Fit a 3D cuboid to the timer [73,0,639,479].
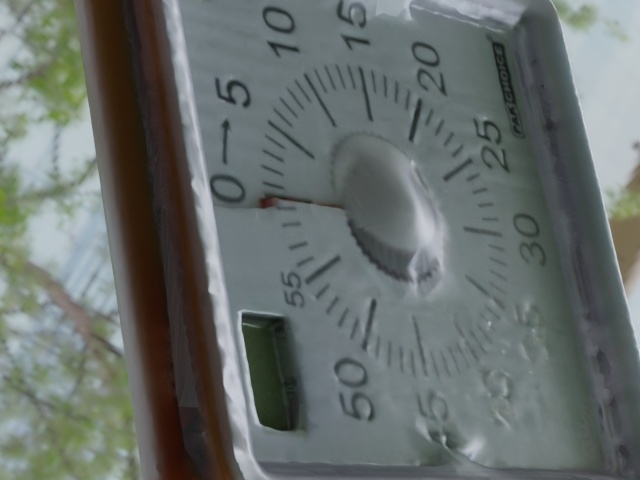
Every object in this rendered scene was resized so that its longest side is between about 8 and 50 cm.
[{"bbox_3d":[0.000,0.000,0.713,0.161,0.250,0.257,-19,-110,26],"label":"timer"}]
